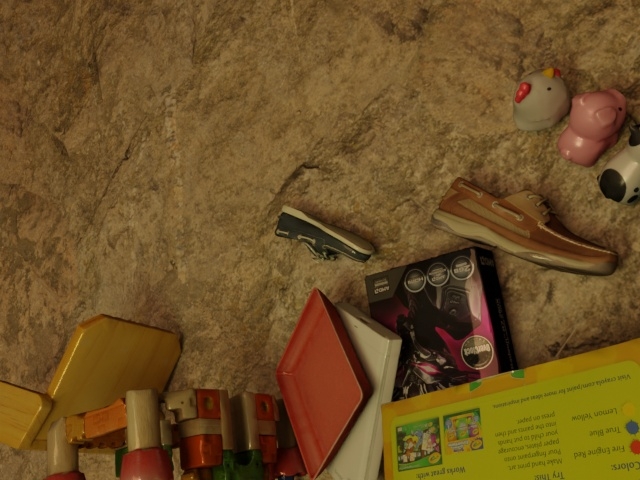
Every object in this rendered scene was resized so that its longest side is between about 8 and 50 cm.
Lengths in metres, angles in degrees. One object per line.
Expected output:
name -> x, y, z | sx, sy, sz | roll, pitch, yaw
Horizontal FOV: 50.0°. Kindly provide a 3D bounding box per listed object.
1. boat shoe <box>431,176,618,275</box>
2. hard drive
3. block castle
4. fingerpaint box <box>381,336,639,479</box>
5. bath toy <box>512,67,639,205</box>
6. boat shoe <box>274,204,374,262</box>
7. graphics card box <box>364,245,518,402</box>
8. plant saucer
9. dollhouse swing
boat shoe -> 0.339, -0.030, 1.151 | 0.324, 0.123, 0.116 | 22, 94, 33
hard drive -> 0.060, 0.292, 1.264 | 0.203, 0.040, 0.307 | 28, 111, 61
block castle -> -0.257, 0.424, 1.299 | 0.303, 0.453, 0.213 | -23, 64, 29
fingerpaint box -> 0.294, 0.364, 0.882 | 0.445, 0.163, 0.371 | -29, 52, 43
bath toy -> 0.444, -0.172, 1.092 | 0.348, 0.129, 0.151 | 46, 109, 31
boat shoe -> 0.000, 0.000, 1.392 | 0.254, 0.095, 0.079 | 26, 96, 36
graphics card box -> 0.223, 0.215, 1.210 | 0.233, 0.094, 0.371 | -17, 73, 32
plant saucer -> 0.005, 0.264, 1.277 | 0.259, 0.047, 0.258 | -67, 33, 35
dollhouse swing -> -0.551, 0.319, 1.582 | 0.315, 0.347, 0.305 | 5, 77, 35
